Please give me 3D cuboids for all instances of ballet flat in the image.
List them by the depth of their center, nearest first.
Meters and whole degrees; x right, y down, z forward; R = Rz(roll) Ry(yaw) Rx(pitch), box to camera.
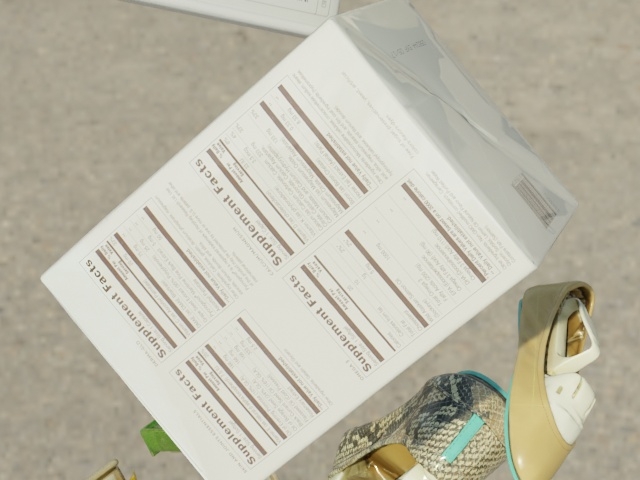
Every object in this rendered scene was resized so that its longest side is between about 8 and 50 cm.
[{"bbox_3d":[0.205,0.116,1.389,0.073,0.080,0.232,-20,36,26],"label":"ballet flat"},{"bbox_3d":[0.086,0.298,1.937,0.164,0.483,0.182,41,63,3],"label":"ballet flat"}]

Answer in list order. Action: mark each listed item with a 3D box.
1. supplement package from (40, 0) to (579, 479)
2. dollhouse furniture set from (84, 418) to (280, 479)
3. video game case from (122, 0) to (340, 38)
[{"bbox_3d":[0.000,0.000,1.067,0.198,0.263,0.199,50,21,1],"label":"supplement package"},{"bbox_3d":[-0.198,0.360,2.068,0.301,0.197,0.151,-36,16,-35],"label":"dollhouse furniture set"},{"bbox_3d":[-0.123,-0.318,1.125,0.329,0.299,0.036,9,1,-17],"label":"video game case"}]
